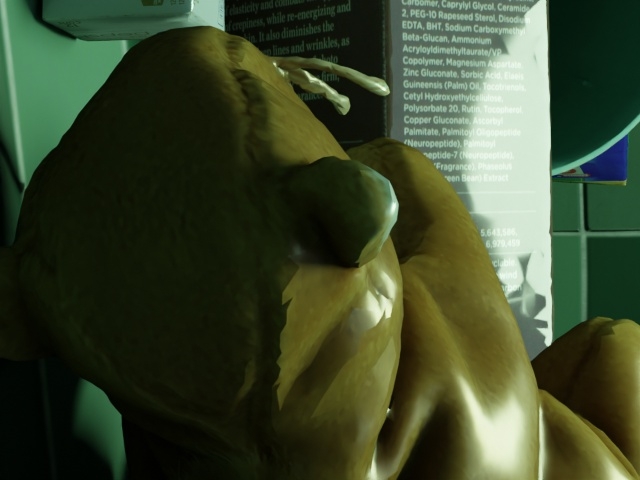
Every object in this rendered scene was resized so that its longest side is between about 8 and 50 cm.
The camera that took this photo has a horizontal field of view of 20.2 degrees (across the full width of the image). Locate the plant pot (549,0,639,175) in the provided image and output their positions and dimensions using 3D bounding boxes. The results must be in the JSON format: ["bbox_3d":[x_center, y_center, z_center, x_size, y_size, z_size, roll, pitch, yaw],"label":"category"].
[{"bbox_3d":[0.106,-0.208,1.382,0.235,0.293,0.293,-146,-129,-69],"label":"plant pot"}]

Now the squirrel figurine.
[{"bbox_3d":[-0.006,0.114,0.752,0.370,0.281,0.397,66,22,-51],"label":"squirrel figurine"}]

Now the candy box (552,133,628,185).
[{"bbox_3d":[0.181,-0.146,1.833,0.317,0.268,0.122,39,54,-77],"label":"candy box"}]

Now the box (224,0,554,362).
[{"bbox_3d":[0.030,-0.109,1.095,0.143,0.191,0.381,-3,93,-36],"label":"box"}]

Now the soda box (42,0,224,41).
[{"bbox_3d":[-0.087,-0.204,0.842,0.069,0.074,0.216,18,71,-80],"label":"soda box"}]
